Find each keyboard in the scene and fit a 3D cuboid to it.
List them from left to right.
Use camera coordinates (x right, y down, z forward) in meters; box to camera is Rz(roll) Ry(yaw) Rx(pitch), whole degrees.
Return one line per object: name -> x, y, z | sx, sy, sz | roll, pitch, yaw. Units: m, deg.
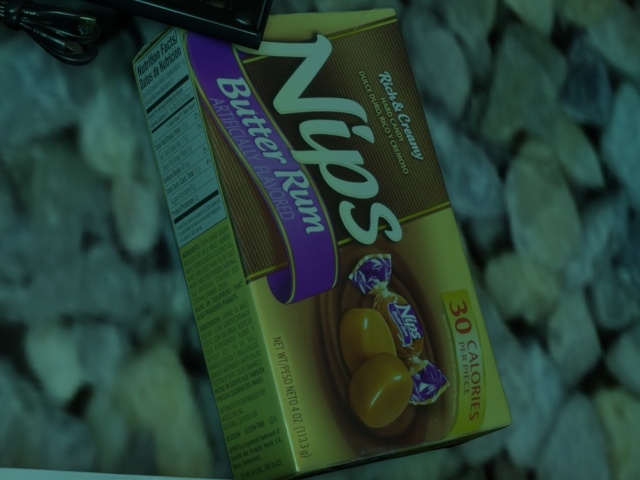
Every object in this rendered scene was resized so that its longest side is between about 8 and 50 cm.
keyboard -> -0.105, -0.116, 0.659 | 0.180, 0.023, 0.108 | 15, 57, -3

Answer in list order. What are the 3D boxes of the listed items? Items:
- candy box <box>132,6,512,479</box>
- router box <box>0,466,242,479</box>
candy box -> 0.000, 0.000, 0.700 | 0.109, 0.053, 0.187 | -7, 78, -33
router box -> -0.035, 0.226, 0.515 | 0.335, 0.082, 0.301 | 5, 69, -11
